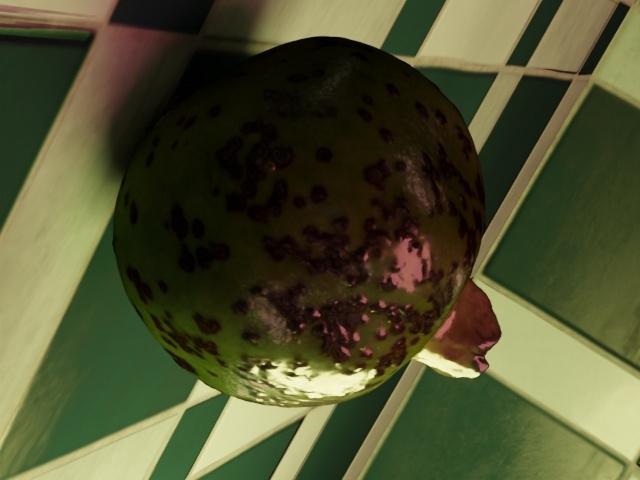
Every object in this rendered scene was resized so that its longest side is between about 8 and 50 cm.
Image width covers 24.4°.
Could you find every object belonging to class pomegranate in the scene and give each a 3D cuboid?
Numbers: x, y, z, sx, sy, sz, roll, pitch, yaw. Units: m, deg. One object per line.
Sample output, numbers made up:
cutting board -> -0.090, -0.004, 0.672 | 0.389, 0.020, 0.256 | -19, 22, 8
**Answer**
pomegranate -> 0.000, 0.000, 0.970 | 0.254, 0.270, 0.254 | -49, -166, 17
